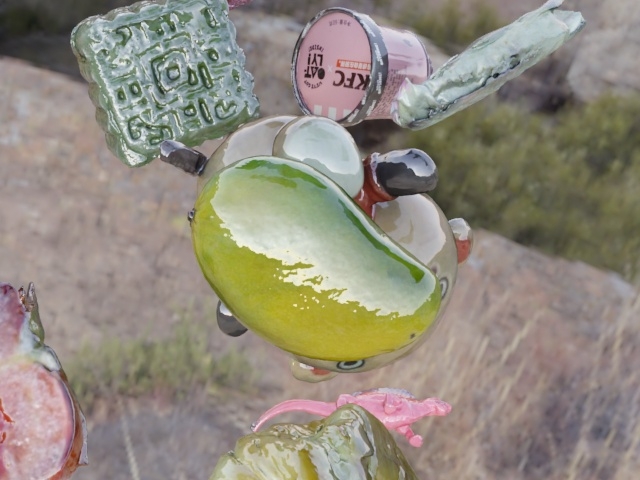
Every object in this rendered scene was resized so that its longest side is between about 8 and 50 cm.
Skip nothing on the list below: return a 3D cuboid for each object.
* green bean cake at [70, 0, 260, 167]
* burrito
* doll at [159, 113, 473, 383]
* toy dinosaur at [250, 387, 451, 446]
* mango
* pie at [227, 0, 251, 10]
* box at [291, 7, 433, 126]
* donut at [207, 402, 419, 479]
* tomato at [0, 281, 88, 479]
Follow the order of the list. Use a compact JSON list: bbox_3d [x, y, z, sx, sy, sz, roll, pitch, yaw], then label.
[{"bbox_3d":[-0.172,-0.184,1.668,0.181,0.173,0.094,-18,13,-8],"label":"green bean cake"},{"bbox_3d":[0.214,-0.223,1.860,0.309,0.096,0.066,-30,80,-25],"label":"burrito"},{"bbox_3d":[0.000,0.000,1.338,0.174,0.235,0.330,48,0,44],"label":"doll"},{"bbox_3d":[0.048,0.238,2.170,0.286,0.070,0.139,-1,21,7],"label":"toy dinosaur"},{"bbox_3d":[-0.010,0.021,1.076,0.191,0.122,0.085,42,-3,-5],"label":"mango"},{"bbox_3d":[-0.126,-0.362,1.944,0.154,0.038,0.153,0,55,-1],"label":"pie"},{"bbox_3d":[0.060,-0.222,1.936,0.135,0.151,0.151,-2,37,-44],"label":"box"},{"bbox_3d":[0.019,0.332,1.488,0.360,0.170,0.360,53,23,-36],"label":"donut"},{"bbox_3d":[-0.373,0.183,1.461,0.309,0.170,0.309,-2,61,4],"label":"tomato"}]
